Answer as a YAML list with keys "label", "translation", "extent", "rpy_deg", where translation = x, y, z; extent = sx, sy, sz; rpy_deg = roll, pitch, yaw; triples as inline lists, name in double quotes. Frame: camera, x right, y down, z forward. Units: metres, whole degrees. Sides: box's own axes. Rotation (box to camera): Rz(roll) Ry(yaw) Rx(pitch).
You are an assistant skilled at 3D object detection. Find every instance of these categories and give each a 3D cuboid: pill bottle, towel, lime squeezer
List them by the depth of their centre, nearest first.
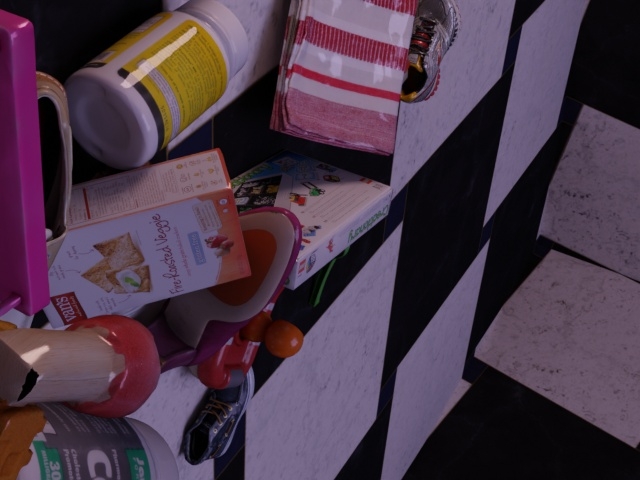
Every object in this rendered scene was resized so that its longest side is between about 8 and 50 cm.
- label: "pill bottle"
  translation: [-0.306, 0.271, 1.149]
  extent: [0.204, 0.204, 0.361]
  rpy_deg: [-67, 160, -3]
- label: "pill bottle"
  translation: [-0.174, -0.178, 1.156]
  extent: [0.208, 0.119, 0.119]
  rpy_deg: [-49, 152, -41]
- label: "towel"
  translation: [0.049, -0.298, 1.517]
  extent: [0.237, 0.037, 0.329]
  rpy_deg: [6, 94, -44]
- label: "lime squeezer"
  translation: [0.000, 0.000, 1.891]
  extent: [0.110, 0.059, 0.310]
  rpy_deg: [-30, 150, -12]

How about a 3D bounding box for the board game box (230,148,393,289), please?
- label: "board game box"
  translation: [-0.045, -0.040, 1.511]
  extent: [0.305, 0.193, 0.053]
  rpy_deg: [-36, 142, -54]

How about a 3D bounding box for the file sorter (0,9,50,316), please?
- label: "file sorter"
  translation: [-0.338, -0.053, 0.633]
  extent: [0.182, 0.291, 0.202]
  rpy_deg: [-40, 146, -47]

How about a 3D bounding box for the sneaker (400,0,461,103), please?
- label: "sneaker"
  translation: [0.196, -0.355, 1.957]
  extent: [0.093, 0.088, 0.225]
  rpy_deg: [-33, 139, -56]

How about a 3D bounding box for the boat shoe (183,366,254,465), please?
- label: "boat shoe"
  translation: [-0.164, 0.278, 1.707]
  extent: [0.083, 0.065, 0.183]
  rpy_deg: [-15, 124, -67]

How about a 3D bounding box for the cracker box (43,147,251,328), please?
- label: "cracker box"
  translation: [-0.202, 0.001, 1.140]
  extent: [0.155, 0.232, 0.067]
  rpy_deg: [82, -8, -53]

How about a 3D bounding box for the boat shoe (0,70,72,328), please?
- label: "boat shoe"
  translation: [-0.298, -0.010, 0.983]
  extent: [0.113, 0.103, 0.302]
  rpy_deg: [4, 102, -30]

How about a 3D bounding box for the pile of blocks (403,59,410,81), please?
- label: "pile of blocks"
  translation: [0.076, -0.310, 1.667]
  extent: [0.362, 0.113, 0.149]
  rpy_deg: [-21, 130, -64]

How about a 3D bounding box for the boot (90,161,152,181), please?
- label: "boot"
  translation: [-0.204, -0.057, 1.277]
  extent: [0.197, 0.073, 0.152]
  rpy_deg: [-56, 152, -37]

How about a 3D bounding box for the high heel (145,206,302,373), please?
- label: "high heel"
  translation: [-0.115, 0.051, 1.374]
  extent: [0.377, 0.127, 0.181]
  rpy_deg: [-38, 176, 38]

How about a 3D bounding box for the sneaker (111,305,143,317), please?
- label: "sneaker"
  translation: [-0.224, 0.044, 1.363]
  extent: [0.152, 0.054, 0.061]
  rpy_deg: [-47, 167, -40]

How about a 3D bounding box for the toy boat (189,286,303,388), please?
- label: "toy boat"
  translation: [-0.094, 0.130, 1.614]
  extent: [0.231, 0.151, 0.151]
  rpy_deg: [-69, 160, 3]

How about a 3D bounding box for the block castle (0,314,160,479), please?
- label: "block castle"
  translation: [-0.348, 0.230, 0.862]
  extent: [0.453, 0.303, 0.213]
  rpy_deg: [-68, 161, 1]
